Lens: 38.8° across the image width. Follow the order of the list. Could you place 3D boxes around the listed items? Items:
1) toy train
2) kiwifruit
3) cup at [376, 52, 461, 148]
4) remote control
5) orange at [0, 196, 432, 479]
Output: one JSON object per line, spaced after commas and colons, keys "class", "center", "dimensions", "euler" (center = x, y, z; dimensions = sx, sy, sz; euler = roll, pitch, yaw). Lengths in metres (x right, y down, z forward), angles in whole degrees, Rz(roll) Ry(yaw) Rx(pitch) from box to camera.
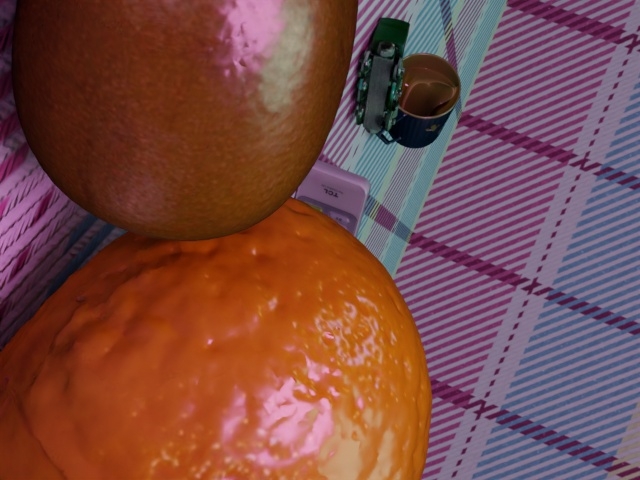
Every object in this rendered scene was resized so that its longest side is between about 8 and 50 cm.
{"class": "toy train", "center": [0.095, -0.249, 1.410], "dimensions": [0.178, 0.071, 0.104], "euler": [97, 8, -52]}
{"class": "kiwifruit", "center": [-0.074, -0.119, 0.512], "dimensions": [0.196, 0.196, 0.234], "euler": [-50, 156, -59]}
{"class": "cup", "center": [0.165, -0.238, 1.670], "dimensions": [0.176, 0.131, 0.155], "euler": [-34, 165, -11]}
{"class": "remote control", "center": [0.000, 0.000, 1.350], "dimensions": [0.034, 0.103, 0.250], "euler": [-58, 167, -52]}
{"class": "orange", "center": [-0.073, 0.136, 0.660], "dimensions": [0.340, 0.293, 0.340], "euler": [-45, 178, -2]}
